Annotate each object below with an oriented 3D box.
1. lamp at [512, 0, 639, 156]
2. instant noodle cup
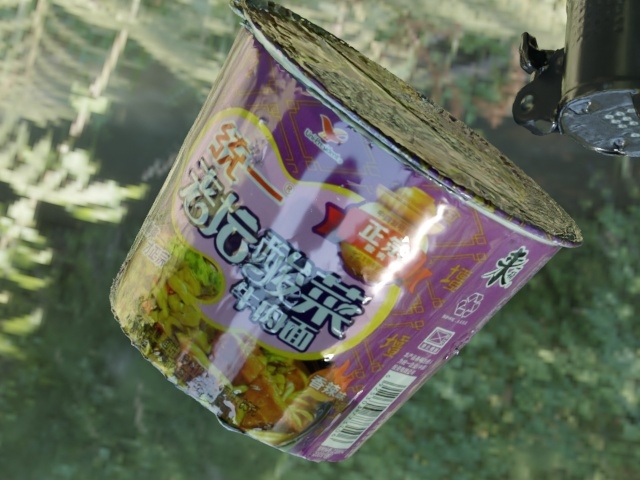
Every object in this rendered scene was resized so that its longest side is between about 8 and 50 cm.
[{"bbox_3d":[0.212,-0.149,1.047,0.172,0.227,0.147,-11,151,42],"label":"lamp"},{"bbox_3d":[0.000,0.000,1.224,0.340,0.266,0.340,34,-165,-10],"label":"instant noodle cup"}]
